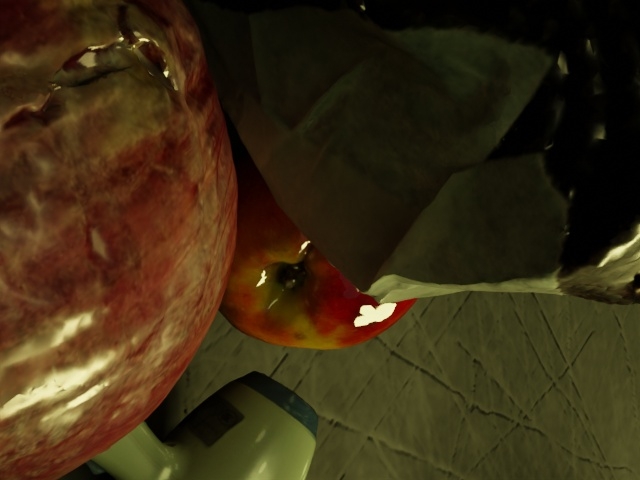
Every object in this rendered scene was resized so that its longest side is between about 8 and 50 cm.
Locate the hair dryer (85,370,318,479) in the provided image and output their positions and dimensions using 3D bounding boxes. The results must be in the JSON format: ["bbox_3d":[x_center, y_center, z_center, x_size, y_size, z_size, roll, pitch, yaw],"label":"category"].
[{"bbox_3d":[-0.102,0.108,0.603,0.199,0.067,0.167,27,83,-37],"label":"hair dryer"}]

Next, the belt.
[{"bbox_3d":[0.040,-0.099,0.558,0.164,0.289,0.184,-4,143,-49],"label":"belt"}]

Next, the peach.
[{"bbox_3d":[-0.001,-0.001,0.655,0.101,0.101,0.100,-13,107,-47],"label":"peach"}]

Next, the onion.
[{"bbox_3d":[-0.135,0.003,0.476,0.283,0.120,0.227,-42,114,-30],"label":"onion"}]
